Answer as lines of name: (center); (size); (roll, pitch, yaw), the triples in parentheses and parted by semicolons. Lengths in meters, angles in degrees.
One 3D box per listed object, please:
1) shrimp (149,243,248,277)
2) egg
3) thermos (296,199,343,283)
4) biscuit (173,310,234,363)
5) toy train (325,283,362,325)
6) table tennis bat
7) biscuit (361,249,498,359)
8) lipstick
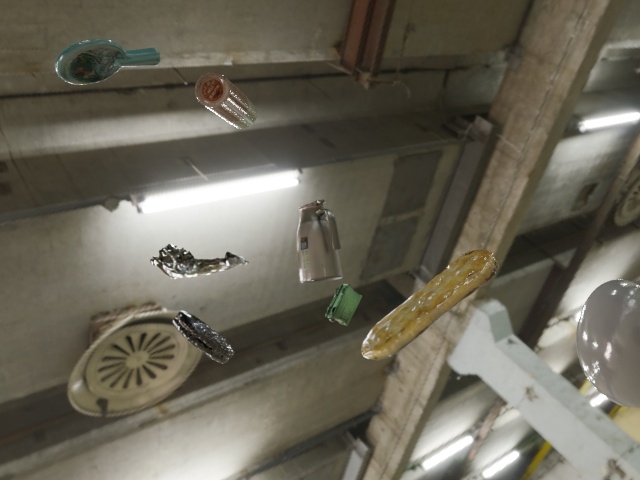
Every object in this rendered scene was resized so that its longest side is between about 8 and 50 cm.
shrimp: (-0.312, 0.052, 1.596); (0.233, 0.071, 0.365); (-6, -11, -3)
egg: (0.567, 0.186, 1.115); (0.176, 0.176, 0.231); (-8, -88, -38)
thermos: (0.000, 0.000, 1.451); (0.105, 0.137, 0.193); (-1, -100, -33)
biscuit: (-0.314, 0.258, 1.619); (0.053, 0.194, 0.194); (-51, -37, -5)
toy train: (0.052, 0.143, 1.340); (0.056, 0.038, 0.093); (33, -105, -22)
table tennis bat: (-0.402, -0.344, 1.151); (0.201, 0.033, 0.124); (-17, -13, -35)
biscuit: (0.159, 0.094, 0.907); (0.247, 0.118, 0.029); (-39, -77, 0)
lipstick: (-0.194, -0.291, 1.277); (0.070, 0.070, 0.254); (-50, -4, 5)
